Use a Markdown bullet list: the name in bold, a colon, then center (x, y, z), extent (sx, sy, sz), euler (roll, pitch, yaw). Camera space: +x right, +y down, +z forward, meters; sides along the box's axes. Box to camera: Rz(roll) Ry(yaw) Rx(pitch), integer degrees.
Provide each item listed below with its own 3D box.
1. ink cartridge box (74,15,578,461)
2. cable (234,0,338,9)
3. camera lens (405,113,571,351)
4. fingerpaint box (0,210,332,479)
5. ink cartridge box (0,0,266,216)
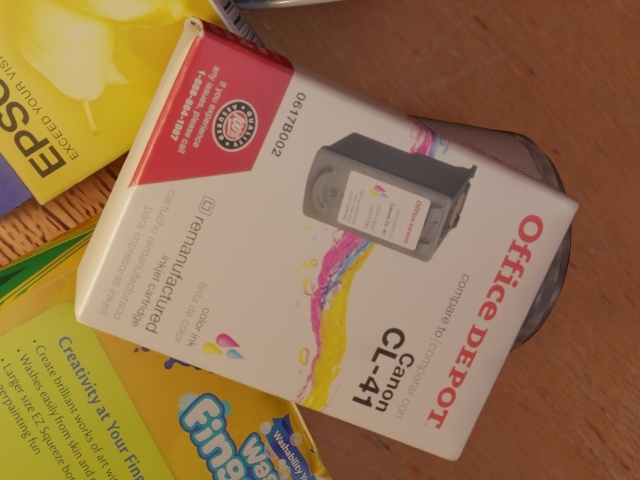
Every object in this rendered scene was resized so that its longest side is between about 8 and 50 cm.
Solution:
- **ink cartridge box**: center (0.000, 0.000, 0.863), extent (0.306, 0.131, 0.226), euler (22, 98, -13)
- **cable**: center (0.012, -0.255, 1.003), extent (0.257, 0.257, 0.089), euler (-13, 106, -28)
- **camera lens**: center (0.074, -0.007, 1.074), extent (0.274, 0.219, 0.220), euler (7, 92, -25)
- **fingerpaint box**: center (-0.190, 0.235, 1.006), extent (0.371, 0.163, 0.445), euler (-31, 107, -18)
- **ink cartridge box**: center (-0.251, -0.187, 0.906), extent (0.307, 0.072, 0.304), euler (-31, 110, 13)
